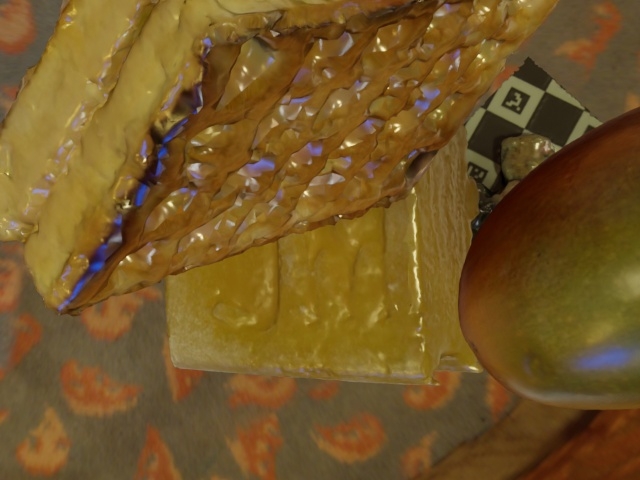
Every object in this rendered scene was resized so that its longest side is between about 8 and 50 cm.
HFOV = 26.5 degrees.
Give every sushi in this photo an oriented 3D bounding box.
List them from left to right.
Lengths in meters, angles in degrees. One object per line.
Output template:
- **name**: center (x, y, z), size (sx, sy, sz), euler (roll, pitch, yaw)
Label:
- **sushi**: center (0.299, -0.048, 1.894), size (0.320, 0.069, 0.339), euler (-45, 75, -1)

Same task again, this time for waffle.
- **waffle**: center (-0.015, -0.087, 0.713), size (0.091, 0.308, 0.213), euler (49, 130, 16)

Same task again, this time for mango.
- **mango**: center (0.194, -0.008, 0.584), size (0.289, 0.146, 0.129), euler (-15, 97, 16)

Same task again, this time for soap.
- **soap**: center (0.000, 0.000, 1.467), size (0.335, 0.156, 0.293), euler (1, 96, 31)
